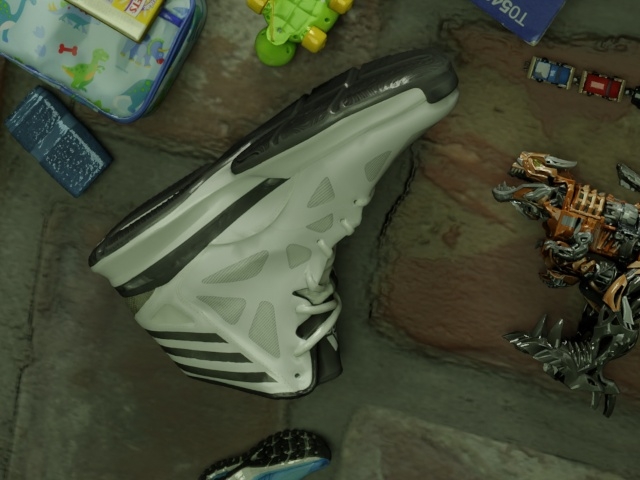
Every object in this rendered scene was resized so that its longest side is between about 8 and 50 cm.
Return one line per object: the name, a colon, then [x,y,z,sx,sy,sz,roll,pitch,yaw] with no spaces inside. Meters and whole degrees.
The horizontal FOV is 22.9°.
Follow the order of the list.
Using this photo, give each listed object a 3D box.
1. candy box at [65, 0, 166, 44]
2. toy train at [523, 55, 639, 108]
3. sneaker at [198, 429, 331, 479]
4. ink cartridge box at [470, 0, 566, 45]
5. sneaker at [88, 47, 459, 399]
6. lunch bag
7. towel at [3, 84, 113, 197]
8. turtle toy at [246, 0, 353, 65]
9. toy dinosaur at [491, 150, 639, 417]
candy box: [-0.175,-0.313,1.598,0.105,0.027,0.206,31,87,1]
toy train: [0.283,-0.157,1.603,0.158,0.036,0.027,16,103,8]
sneaker: [-0.056,0.265,1.749,0.162,0.063,0.073,-24,113,19]
ink cartridge box: [0.158,-0.398,1.488,0.324,0.071,0.330,36,115,6]
sneaker: [0.000,0.000,1.646,0.447,0.169,0.257,-31,103,23]
lunch bag: [-0.241,-0.242,1.662,0.219,0.090,0.176,32,101,2]
towel: [-0.285,-0.108,1.726,0.067,0.029,0.119,-43,90,16]
turtle toy: [-0.025,-0.236,1.631,0.095,0.066,0.130,36,106,2]
toy dinosaur: [0.300,0.052,1.591,0.322,0.164,0.218,39,89,23]
